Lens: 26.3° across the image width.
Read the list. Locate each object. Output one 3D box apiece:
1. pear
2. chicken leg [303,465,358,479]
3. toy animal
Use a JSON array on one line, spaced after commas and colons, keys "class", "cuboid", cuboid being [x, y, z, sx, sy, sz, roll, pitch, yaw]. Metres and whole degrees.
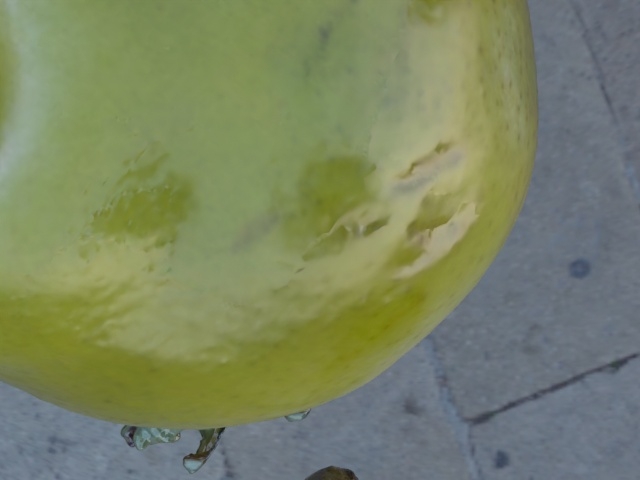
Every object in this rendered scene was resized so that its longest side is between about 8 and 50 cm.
[{"class": "pear", "cuboid": [-0.062, -0.077, 0.744, 0.418, 0.362, 0.362, -7, 85, -50]}, {"class": "chicken leg", "cuboid": [0.001, 0.348, 1.618, 0.087, 0.251, 0.107, 11, 103, 1]}, {"class": "toy animal", "cuboid": [-0.066, 0.122, 1.151, 0.241, 0.099, 0.057, -29, 116, 8]}]
